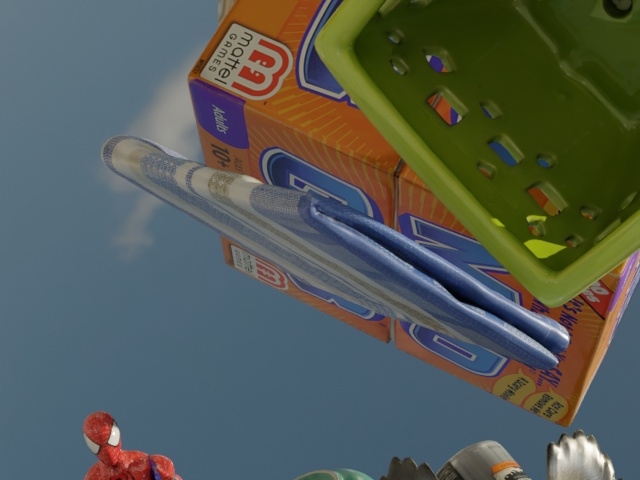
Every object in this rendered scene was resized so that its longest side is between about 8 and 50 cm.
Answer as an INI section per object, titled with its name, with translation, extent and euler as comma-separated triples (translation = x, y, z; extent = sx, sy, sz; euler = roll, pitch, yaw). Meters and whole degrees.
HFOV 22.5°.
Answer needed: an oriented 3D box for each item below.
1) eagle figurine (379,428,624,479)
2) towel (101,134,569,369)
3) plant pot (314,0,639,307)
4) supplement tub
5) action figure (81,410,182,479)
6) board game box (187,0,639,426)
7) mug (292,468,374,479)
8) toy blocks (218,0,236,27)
[eagle figurine]
translation = 0.179, 0.330, 1.432
extent = 0.225, 0.226, 0.298
euler = -50, -154, 28
[towel]
translation = 0.000, 0.000, 0.983
extent = 0.285, 0.209, 0.034
euler = 17, -101, 59
[plant pot]
translation = 0.173, -0.132, 0.992
extent = 0.227, 0.228, 0.207
euler = -44, 176, 32
[supplement tub]
translation = 0.225, 0.342, 1.931
extent = 0.117, 0.117, 0.190
euler = -48, -120, 12
[action figure]
translation = -0.115, 0.258, 1.156
extent = 0.091, 0.280, 0.139
euler = -21, -178, -4
[board game box]
translation = 0.141, -0.118, 1.376
extent = 0.356, 0.356, 0.356
euler = -60, 166, -20
[mug]
translation = 0.017, 0.255, 1.387
extent = 0.158, 0.097, 0.129
euler = -21, -160, 26
[toy blocks]
translation = -0.020, -0.372, 1.811
extent = 0.261, 0.191, 0.381
euler = -95, -153, -46
